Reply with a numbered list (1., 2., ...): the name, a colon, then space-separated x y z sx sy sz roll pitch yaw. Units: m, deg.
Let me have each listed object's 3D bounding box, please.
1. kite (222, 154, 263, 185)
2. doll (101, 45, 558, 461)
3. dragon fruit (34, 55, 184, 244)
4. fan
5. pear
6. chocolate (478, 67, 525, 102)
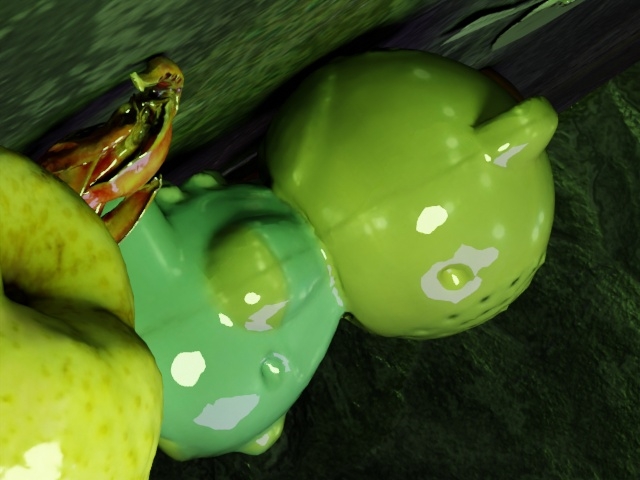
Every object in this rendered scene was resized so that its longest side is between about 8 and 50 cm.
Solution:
1. kite: -0.013 -0.040 1.224 0.125 0.008 0.222 -8 -145 12
2. doll: 0.000 0.000 1.040 0.261 0.161 0.177 -30 175 -7
3. dragon fruit: -0.118 0.002 0.790 0.190 0.094 0.094 -61 164 25
4. fan: 0.182 -0.178 1.414 0.233 0.012 0.415 -35 177 35
5. pear: -0.126 0.052 0.558 0.178 0.178 0.178 -32 177 -2
6. chocolate: 0.120 -0.082 1.660 0.124 0.127 0.133 -63 170 -14
